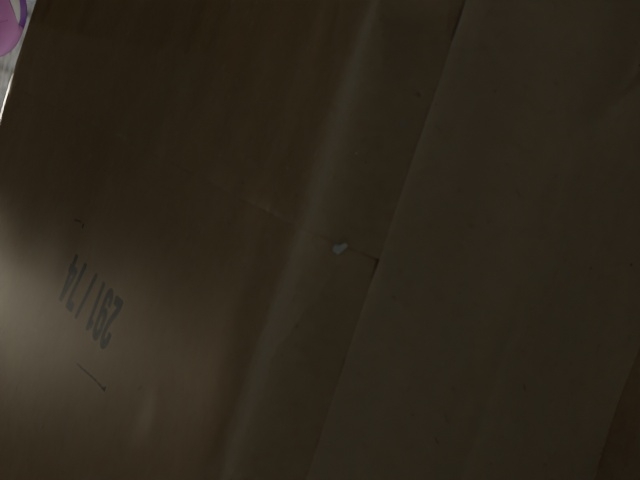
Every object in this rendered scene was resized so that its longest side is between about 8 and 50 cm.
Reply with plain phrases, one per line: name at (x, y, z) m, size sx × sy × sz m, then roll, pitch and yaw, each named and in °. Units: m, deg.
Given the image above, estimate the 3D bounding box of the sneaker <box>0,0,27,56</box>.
sneaker at (-0.262, -0.190, 1.023) m, size 0.236 × 0.095 × 0.104 m, roll 36°, pitch -164°, yaw 5°

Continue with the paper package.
paper package at (0.000, 0.000, 0.620) m, size 0.168 × 0.309 × 0.325 m, roll 18°, pitch -179°, yaw -26°
